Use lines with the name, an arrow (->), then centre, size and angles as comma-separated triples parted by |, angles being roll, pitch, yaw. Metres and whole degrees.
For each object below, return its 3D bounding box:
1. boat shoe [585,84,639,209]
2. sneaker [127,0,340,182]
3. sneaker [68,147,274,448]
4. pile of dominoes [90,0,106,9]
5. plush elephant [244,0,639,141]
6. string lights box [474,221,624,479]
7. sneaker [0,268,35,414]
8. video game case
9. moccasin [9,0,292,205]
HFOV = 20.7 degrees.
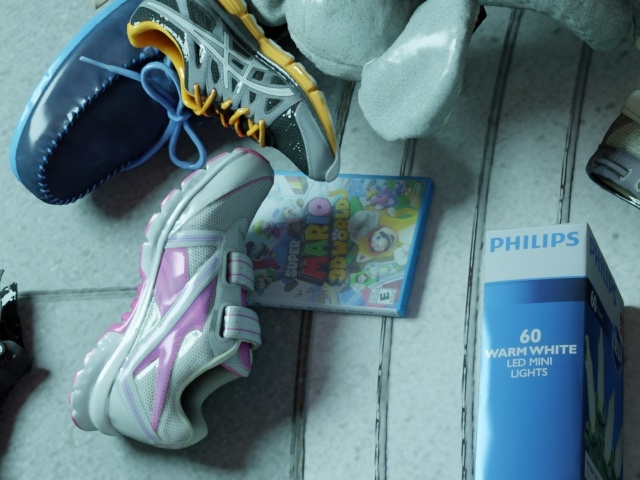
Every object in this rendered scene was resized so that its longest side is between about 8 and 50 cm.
boat shoe -> 0.272, -0.014, 1.224 | 0.092, 0.103, 0.285 | -51, 32, 12
sneaker -> -0.064, -0.120, 1.358 | 0.083, 0.084, 0.215 | -37, 73, -16
sneaker -> -0.088, 0.052, 1.349 | 0.111, 0.103, 0.252 | 26, 91, 17
pile of dominoes -> -0.072, -0.288, 1.387 | 0.251, 0.040, 0.196 | -31, 11, 37
plush elephant -> 0.088, -0.205, 1.340 | 0.255, 0.330, 0.272 | -45, 58, 18
string lights box -> 0.157, 0.133, 1.189 | 0.077, 0.133, 0.259 | -5, 61, 20
sneaker -> -0.272, 0.112, 1.421 | 0.089, 0.051, 0.170 | -29, 52, 10
video game case -> 0.000, 0.000, 1.397 | 0.166, 0.015, 0.119 | 3, 64, 24
moccasin -> -0.112, -0.155, 1.457 | 0.117, 0.137, 0.342 | 39, 82, 29
